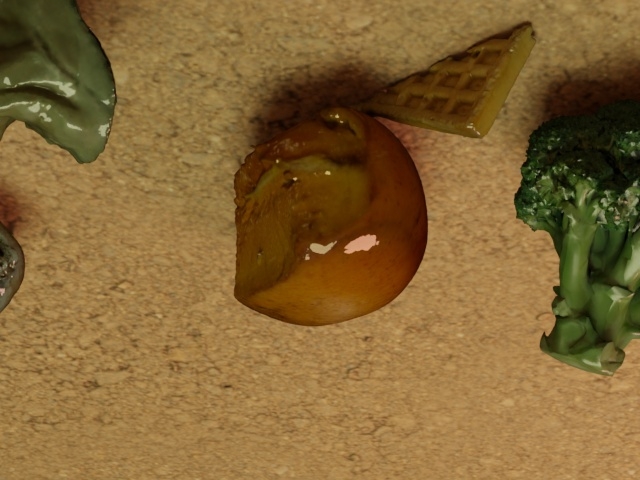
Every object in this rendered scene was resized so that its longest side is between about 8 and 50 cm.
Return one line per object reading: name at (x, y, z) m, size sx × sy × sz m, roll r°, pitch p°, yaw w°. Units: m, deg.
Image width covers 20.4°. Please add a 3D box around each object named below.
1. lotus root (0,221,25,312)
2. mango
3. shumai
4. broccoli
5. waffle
lotus root at (-0.456, 0.046, 1.966) m, size 0.158 × 0.140 × 0.322 m, roll 4°, pitch 161°, yaw -46°
mango at (0.000, 0.000, 1.797) m, size 0.199 × 0.201 × 0.350 m, roll 34°, pitch 160°, yaw 11°
shumai at (-0.350, -0.159, 1.564) m, size 0.288 × 0.292 × 0.330 m, roll -24°, pitch 116°, yaw 23°
broccoli at (0.300, 0.001, 1.694) m, size 0.270 × 0.270 × 0.270 m, roll 23°, pitch 168°, yaw 5°
waffle at (0.110, -0.161, 1.704) m, size 0.032 × 0.125 × 0.191 m, roll 34°, pitch 169°, yaw -39°
